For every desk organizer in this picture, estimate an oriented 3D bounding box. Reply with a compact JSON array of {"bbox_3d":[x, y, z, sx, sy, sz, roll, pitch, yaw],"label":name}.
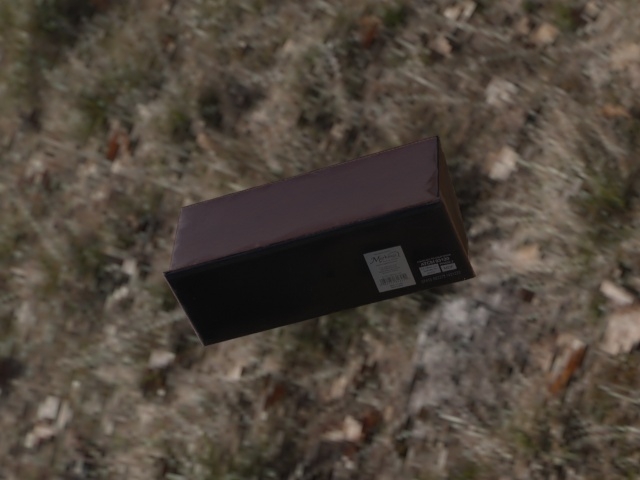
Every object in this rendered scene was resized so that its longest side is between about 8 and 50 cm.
[{"bbox_3d":[0.000,0.000,0.760,0.130,0.047,0.050,-15,37,15],"label":"desk organizer"}]
